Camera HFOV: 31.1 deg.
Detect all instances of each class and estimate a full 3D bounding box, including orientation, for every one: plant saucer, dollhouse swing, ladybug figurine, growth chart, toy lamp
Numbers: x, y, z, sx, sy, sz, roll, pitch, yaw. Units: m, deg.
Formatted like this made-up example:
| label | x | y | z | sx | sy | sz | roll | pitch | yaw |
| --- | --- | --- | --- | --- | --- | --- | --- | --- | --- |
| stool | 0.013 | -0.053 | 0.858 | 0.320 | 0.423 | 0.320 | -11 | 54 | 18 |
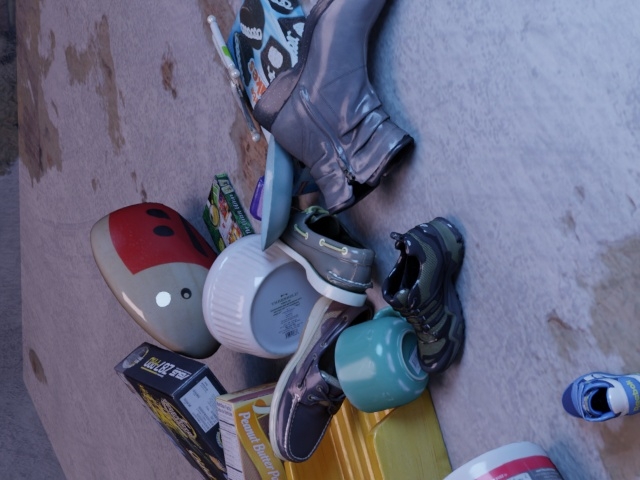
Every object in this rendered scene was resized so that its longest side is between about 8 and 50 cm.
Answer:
| label | x | y | z | sx | sy | sz | roll | pitch | yaw |
| --- | --- | --- | --- | --- | --- | --- | --- | --- | --- |
| plant saucer | -0.066 | -0.077 | 1.794 | 0.195 | 0.037 | 0.195 | -175 | 90 | -83 |
| dollhouse swing | -0.005 | 0.415 | 1.760 | 0.347 | 0.305 | 0.315 | -34 | 70 | 63 |
| ladybug figurine | -0.304 | 0.057 | 2.283 | 0.162 | 0.305 | 0.449 | -47 | 39 | 7 |
| growth chart | -0.152 | -0.279 | 1.983 | 0.237 | 0.021 | 0.172 | 74 | 174 | -61 |
| toy lamp | -0.089 | 0.016 | 2.022 | 0.080 | 0.080 | 0.274 | 42 | 134 | 51 |

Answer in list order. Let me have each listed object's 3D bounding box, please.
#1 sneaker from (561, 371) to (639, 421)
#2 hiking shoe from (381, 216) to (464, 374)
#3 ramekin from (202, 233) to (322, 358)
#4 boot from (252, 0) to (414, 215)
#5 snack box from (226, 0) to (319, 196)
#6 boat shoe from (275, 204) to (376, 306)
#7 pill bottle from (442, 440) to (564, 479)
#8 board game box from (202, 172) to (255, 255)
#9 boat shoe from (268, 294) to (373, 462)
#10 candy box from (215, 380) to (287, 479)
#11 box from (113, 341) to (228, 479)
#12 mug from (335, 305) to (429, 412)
| label | x | y | z | sx | sy | sz | roll | pitch | yaw |
| --- | --- | --- | --- | --- | --- | --- | --- | --- | --- |
| sneaker | 0.314 | 0.180 | 1.313 | 0.144 | 0.059 | 0.053 | -30 | 75 | 63 |
| hiking shoe | 0.130 | 0.082 | 1.574 | 0.086 | 0.114 | 0.226 | 27 | 124 | 58 |
| ramekin | -0.082 | 0.098 | 1.911 | 0.109 | 0.207 | 0.207 | 19 | 117 | 49 |
| boot | 0.061 | -0.211 | 1.624 | 0.222 | 0.118 | 0.338 | 49 | 132 | 17 |
| snack box | -0.055 | -0.255 | 1.870 | 0.322 | 0.060 | 0.187 | 67 | 151 | 23 |
| boat shoe | 0.004 | 0.001 | 1.810 | 0.305 | 0.109 | 0.091 | 46 | 119 | 58 |
| pill bottle | 0.268 | 0.415 | 1.362 | 0.318 | 0.176 | 0.176 | 61 | 148 | 33 |
| board game box | -0.160 | 0.011 | 2.217 | 0.259 | 0.030 | 0.136 | 62 | 151 | 30 |
| boat shoe | 0.004 | 0.217 | 1.808 | 0.092 | 0.103 | 0.285 | 13 | 80 | 53 |
| candy box | -0.063 | 0.408 | 2.001 | 0.087 | 0.183 | 0.316 | 0 | 100 | 62 |
| box | -0.195 | 0.379 | 2.166 | 0.395 | 0.097 | 0.318 | 56 | 161 | -21 |
| mug | 0.096 | 0.162 | 1.658 | 0.097 | 0.129 | 0.157 | -20 | 70 | 35 |
